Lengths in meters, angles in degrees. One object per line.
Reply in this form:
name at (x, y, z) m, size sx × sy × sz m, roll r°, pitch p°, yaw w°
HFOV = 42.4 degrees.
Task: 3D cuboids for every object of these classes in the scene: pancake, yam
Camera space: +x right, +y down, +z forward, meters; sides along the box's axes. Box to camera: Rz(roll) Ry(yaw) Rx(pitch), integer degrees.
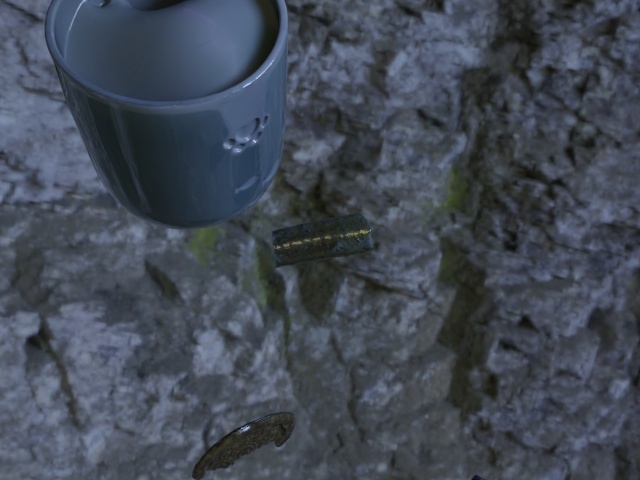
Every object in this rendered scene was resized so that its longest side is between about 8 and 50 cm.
pancake at (-0.124, 0.340, 1.358) m, size 0.020 × 0.190 × 0.184 m, roll 56°, pitch -7°, yaw 25°
yam at (0.000, 0.000, 1.061) m, size 0.132 × 0.054 × 0.054 m, roll -11°, pitch 10°, yaw 0°

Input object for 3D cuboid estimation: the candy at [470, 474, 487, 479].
candy at (0.171, 0.497, 1.238) m, size 0.061 × 0.312 × 0.088 m, roll 33°, pitch 9°, yaw -41°

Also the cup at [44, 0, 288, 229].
cup at (-0.155, -0.209, 1.024) m, size 0.259 × 0.357 × 0.275 m, roll 15°, pitch -32°, yaw 7°
